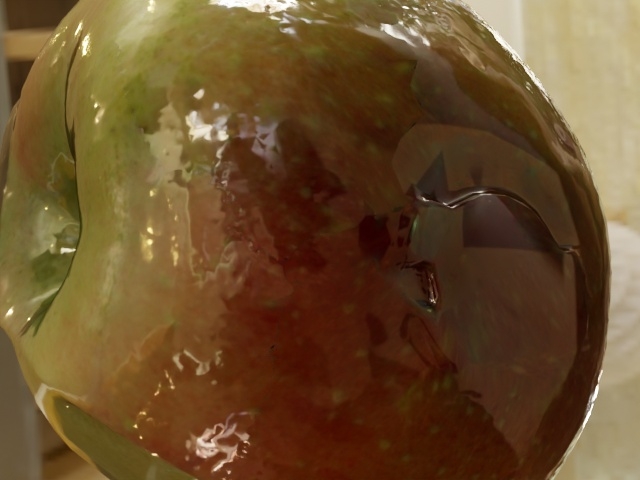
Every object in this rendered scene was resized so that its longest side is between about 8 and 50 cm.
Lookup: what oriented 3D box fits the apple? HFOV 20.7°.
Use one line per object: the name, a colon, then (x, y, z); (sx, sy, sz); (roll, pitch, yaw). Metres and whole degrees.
apple: (0.000, 0.000, 0.547); (0.174, 0.188, 0.207); (-61, 27, 30)
